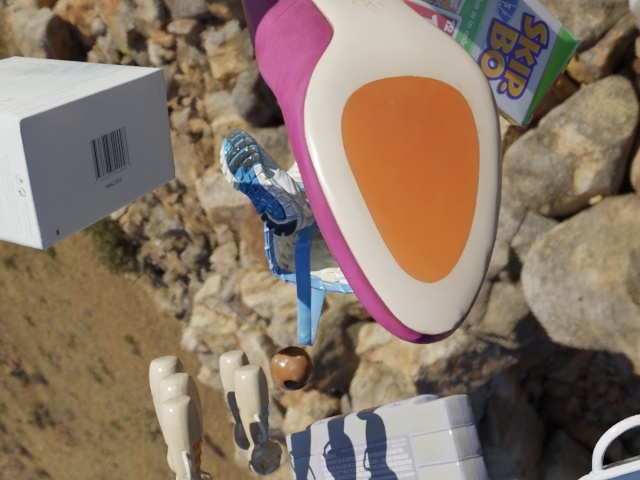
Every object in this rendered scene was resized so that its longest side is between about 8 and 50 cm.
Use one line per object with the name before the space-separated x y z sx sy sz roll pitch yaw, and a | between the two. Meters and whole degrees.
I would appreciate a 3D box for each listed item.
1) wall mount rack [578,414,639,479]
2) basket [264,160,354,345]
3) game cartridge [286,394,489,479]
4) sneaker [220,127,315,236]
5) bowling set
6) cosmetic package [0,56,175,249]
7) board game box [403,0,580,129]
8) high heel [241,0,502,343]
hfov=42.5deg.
wall mount rack | 0.379 0.399 1.057 0.130 0.304 0.350 -113 10 -57
basket | 0.000 0.000 1.409 0.201 0.289 0.255 11 135 9
game cartridge | 0.086 0.335 1.081 0.355 0.068 0.230 -28 65 51
sneaker | -0.076 -0.085 1.216 0.071 0.083 0.191 -43 72 28
bowling set | -0.093 0.219 0.970 0.287 0.199 0.154 -160 60 -78
cosmetic package | -0.318 -0.109 0.896 0.224 0.224 0.138 8 116 24
board game box | 0.193 -0.235 0.942 0.259 0.124 0.039 29 -173 -34
high heel | 0.017 -0.090 0.559 0.127 0.377 0.181 3 152 -17
